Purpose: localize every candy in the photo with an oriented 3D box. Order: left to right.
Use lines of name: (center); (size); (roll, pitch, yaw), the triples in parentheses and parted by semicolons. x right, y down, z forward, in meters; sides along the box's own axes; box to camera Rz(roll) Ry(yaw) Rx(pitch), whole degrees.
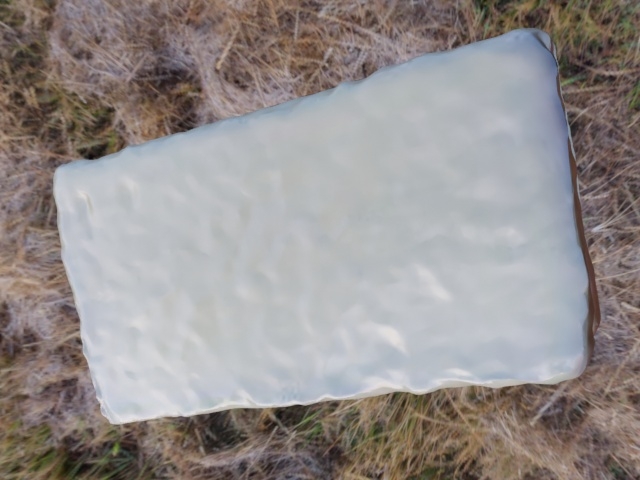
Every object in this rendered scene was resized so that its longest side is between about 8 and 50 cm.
candy: (0.000, 0.000, 0.440); (0.320, 0.135, 0.179); (-12, 97, 24)
